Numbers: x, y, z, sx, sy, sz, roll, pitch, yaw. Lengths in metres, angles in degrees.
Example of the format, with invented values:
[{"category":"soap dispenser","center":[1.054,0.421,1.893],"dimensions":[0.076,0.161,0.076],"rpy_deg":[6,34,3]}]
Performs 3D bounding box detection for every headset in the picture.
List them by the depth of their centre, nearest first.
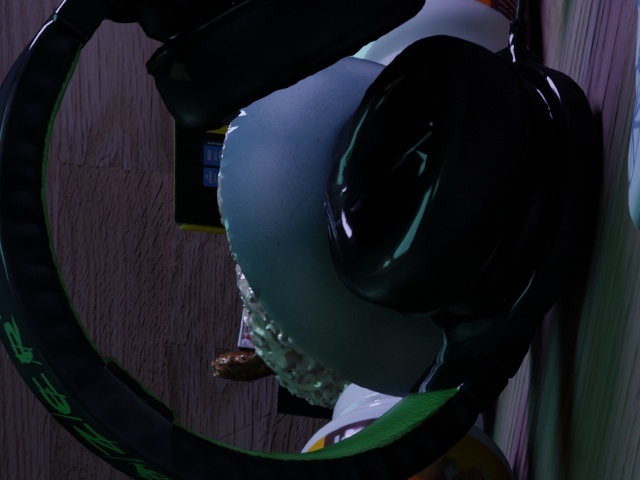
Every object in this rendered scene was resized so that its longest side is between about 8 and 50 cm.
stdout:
[{"category":"headset","center":[0.011,-0.062,0.653],"dimensions":[0.394,0.243,0.185],"rpy_deg":[-52,14,-23]}]

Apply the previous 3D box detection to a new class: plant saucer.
[{"category":"plant saucer","center":[0.042,-0.017,0.735],"dimensions":[0.037,0.195,0.195],"rpy_deg":[-37,38,51]}]

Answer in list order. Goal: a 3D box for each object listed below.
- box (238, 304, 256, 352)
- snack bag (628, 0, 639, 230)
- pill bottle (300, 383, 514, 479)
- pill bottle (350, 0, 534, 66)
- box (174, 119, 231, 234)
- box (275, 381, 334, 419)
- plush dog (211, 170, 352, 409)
[{"category":"box","center":[0.027,0.068,1.444],"dimensions":[0.036,0.207,0.114],"rpy_deg":[87,-171,-79]},{"category":"snack bag","center":[0.111,-0.213,0.287],"dimensions":[0.342,0.037,0.323],"rpy_deg":[93,-176,-65]},{"category":"pill bottle","center":[0.038,0.162,0.699],"dimensions":[0.215,0.117,0.117],"rpy_deg":[-82,-3,-53]},{"category":"pill bottle","center":[0.076,-0.122,0.917],"dimensions":[0.221,0.121,0.121],"rpy_deg":[-81,-3,-52]},{"category":"box","center":[0.017,-0.137,1.115],"dimensions":[0.079,0.257,0.322],"rpy_deg":[-81,-2,-48]},{"category":"box","center":[0.049,0.055,1.226],"dimensions":[0.207,0.153,0.108],"rpy_deg":[-82,-2,-57]},{"category":"plush dog","center":[0.000,0.000,0.976],"dimensions":[0.262,0.211,0.225],"rpy_deg":[-79,-24,-51]}]
